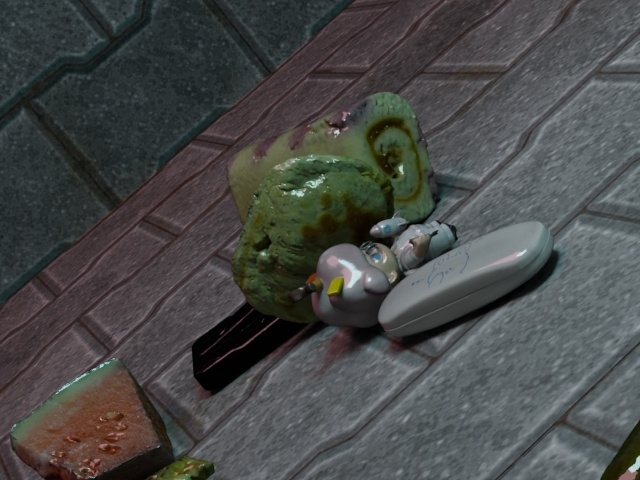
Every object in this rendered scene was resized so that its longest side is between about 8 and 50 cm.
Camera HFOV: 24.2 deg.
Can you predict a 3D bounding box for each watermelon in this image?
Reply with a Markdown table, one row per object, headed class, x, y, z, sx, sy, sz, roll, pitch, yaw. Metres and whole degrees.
| class | x | y | z | sx | sy | sz | roll | pitch | yaw |
| --- | --- | --- | --- | --- | --- | --- | --- | --- | --- |
| watermelon | -0.278 | 0.275 | 1.970 | 0.193 | 0.140 | 0.256 | -39 | 25 | -17 |

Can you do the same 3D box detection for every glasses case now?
| class | x | y | z | sx | sy | sz | roll | pitch | yaw |
| --- | --- | --- | --- | --- | --- | --- | --- | --- | --- |
| glasses case | 0.163 | 0.045 | 1.704 | 0.233 | 0.059 | 0.092 | -26 | 19 | 35 |

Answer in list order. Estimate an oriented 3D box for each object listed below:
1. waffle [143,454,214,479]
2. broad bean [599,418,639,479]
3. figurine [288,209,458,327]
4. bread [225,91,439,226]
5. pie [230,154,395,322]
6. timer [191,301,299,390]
| class | x | y | z | sx | sy | sz | roll | pitch | yaw |
| --- | --- | --- | --- | --- | --- | --- | --- | --- | --- |
| waffle | -0.219 | 0.320 | 1.732 | 0.204 | 0.054 | 0.223 | -42 | 0 | -16 |
| broad bean | 0.270 | 0.156 | 1.170 | 0.077 | 0.061 | 0.339 | -33 | 15 | 46 |
| figurine | 0.067 | 0.041 | 1.852 | 0.229 | 0.112 | 0.137 | -29 | 22 | -15 |
| bread | 0.012 | -0.086 | 2.167 | 0.155 | 0.187 | 0.338 | -20 | 2 | -38 |
| pie | 0.000 | 0.000 | 1.930 | 0.090 | 0.201 | 0.248 | -111 | 36 | -57 |
| timer | -0.101 | 0.121 | 2.085 | 0.187 | 0.055 | 0.144 | -37 | 16 | 5 |
